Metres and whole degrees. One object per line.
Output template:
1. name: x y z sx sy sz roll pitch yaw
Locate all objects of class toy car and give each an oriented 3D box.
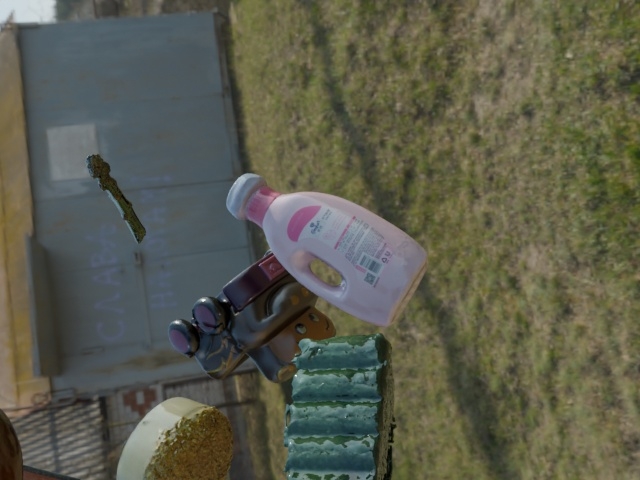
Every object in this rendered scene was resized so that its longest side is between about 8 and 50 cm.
1. toy car: -0.129 0.183 1.446 0.240 0.271 0.341 52 134 4

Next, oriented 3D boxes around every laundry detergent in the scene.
1. laundry detergent: 0.000 0.000 1.115 0.159 0.335 0.088 -61 -17 4

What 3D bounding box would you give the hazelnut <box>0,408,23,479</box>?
1. hazelnut: -0.296 0.182 0.514 0.150 0.150 0.150 173 90 -75

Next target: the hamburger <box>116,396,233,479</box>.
1. hamburger: -0.307 0.491 1.543 0.276 0.179 0.294 -63 -22 -16

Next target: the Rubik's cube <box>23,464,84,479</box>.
1. Rubik's cube: -0.337 0.448 0.994 0.228 0.233 0.229 -59 -18 8

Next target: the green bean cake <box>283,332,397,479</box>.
1. green bean cake: 0.025 0.222 0.731 0.193 0.107 0.208 80 -168 -52

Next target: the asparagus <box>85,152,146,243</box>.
1. asparagus: -0.138 -0.026 0.482 0.166 0.013 0.016 101 151 -72
